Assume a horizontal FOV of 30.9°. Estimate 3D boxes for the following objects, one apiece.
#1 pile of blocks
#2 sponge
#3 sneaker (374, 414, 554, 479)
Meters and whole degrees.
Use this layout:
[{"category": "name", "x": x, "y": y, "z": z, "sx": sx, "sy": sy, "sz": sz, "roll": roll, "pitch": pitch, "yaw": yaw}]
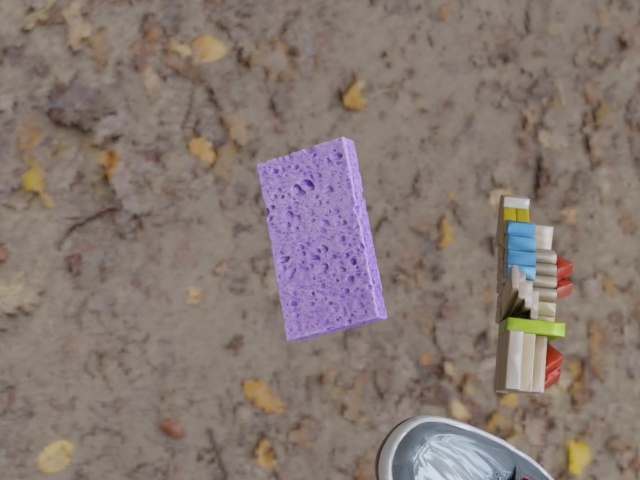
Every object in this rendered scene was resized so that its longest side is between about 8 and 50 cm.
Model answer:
[{"category": "pile of blocks", "x": 0.326, "y": 0.071, "z": 1.718, "sx": 0.113, "sy": 0.149, "sz": 0.362, "roll": 5, "pitch": 57, "yaw": 0}, {"category": "sponge", "x": 0.000, "y": 0.000, "z": 1.303, "sx": 0.031, "sy": 0.117, "sz": 0.210, "roll": 10, "pitch": 67, "yaw": -63}, {"category": "sneaker", "x": 0.182, "y": 0.229, "z": 0.813, "sx": 0.295, "sy": 0.178, "sz": 0.123, "roll": 38, "pitch": 72, "yaw": -10}]
